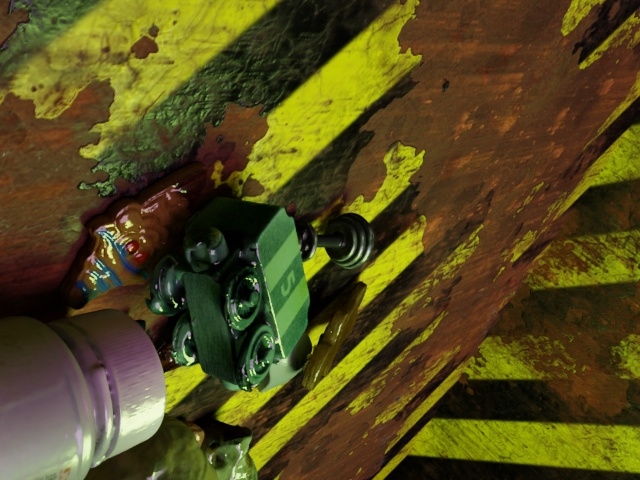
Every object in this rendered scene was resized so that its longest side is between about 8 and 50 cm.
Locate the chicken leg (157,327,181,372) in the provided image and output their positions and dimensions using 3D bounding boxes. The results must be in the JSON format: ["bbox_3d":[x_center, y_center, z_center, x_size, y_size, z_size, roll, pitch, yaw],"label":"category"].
[{"bbox_3d":[-0.255,0.203,1.350,0.304,0.093,0.113,-39,164,-8],"label":"chicken leg"}]

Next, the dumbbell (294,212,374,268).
[{"bbox_3d":[0.000,0.000,1.441,0.255,0.110,0.110,0,127,-48],"label":"dumbbell"}]

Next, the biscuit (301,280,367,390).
[{"bbox_3d":[0.025,0.216,1.732,0.301,0.049,0.196,-54,162,-49],"label":"biscuit"}]

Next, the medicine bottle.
[{"bbox_3d":[-0.377,0.216,0.990,0.302,0.241,0.241,-15,139,-48],"label":"medicine bottle"}]

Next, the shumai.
[{"bbox_3d":[-0.240,0.532,1.671,0.203,0.222,0.271,98,-2,-56],"label":"shumai"}]

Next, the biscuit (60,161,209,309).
[{"bbox_3d":[-0.260,-0.004,1.108,0.280,0.043,0.183,-42,157,-4],"label":"biscuit"}]

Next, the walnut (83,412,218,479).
[{"bbox_3d":[-0.328,0.440,1.363,0.277,0.253,0.282,-39,153,-17],"label":"walnut"}]

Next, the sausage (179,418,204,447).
[{"bbox_3d":[-0.351,0.513,1.631,0.087,0.079,0.326,33,98,-33],"label":"sausage"}]

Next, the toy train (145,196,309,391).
[{"bbox_3d":[-0.132,0.082,1.199,0.238,0.167,0.298,-55,147,-43],"label":"toy train"}]

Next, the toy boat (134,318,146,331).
[{"bbox_3d":[-0.328,0.178,1.228,0.141,0.055,0.060,-48,147,-1],"label":"toy boat"}]

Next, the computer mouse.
[{"bbox_3d":[-0.080,0.277,1.729,0.128,0.079,0.230,-33,154,-23],"label":"computer mouse"}]
